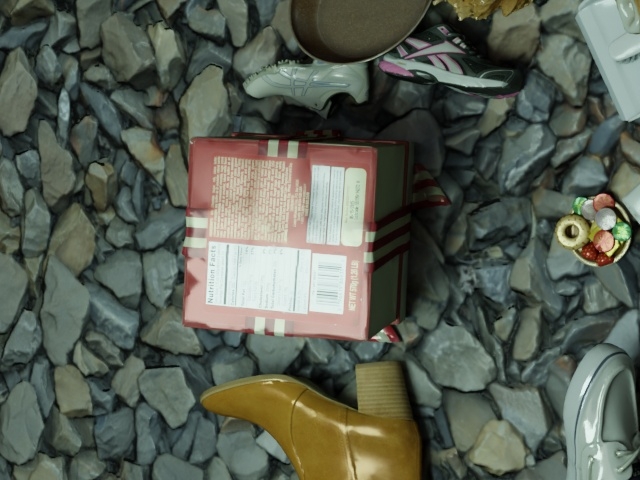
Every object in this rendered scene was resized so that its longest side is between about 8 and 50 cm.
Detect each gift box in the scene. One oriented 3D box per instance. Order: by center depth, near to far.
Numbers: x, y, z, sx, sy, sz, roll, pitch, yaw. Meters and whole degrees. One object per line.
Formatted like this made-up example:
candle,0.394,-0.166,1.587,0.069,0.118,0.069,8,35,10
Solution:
gift box,0.000,0.000,1.732,0.276,0.258,0.255,9,97,11

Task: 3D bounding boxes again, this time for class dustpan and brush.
dustpan and brush,0.378,-0.234,1.583,0.211,0.060,0.147,-28,79,31

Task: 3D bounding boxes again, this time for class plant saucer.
plant saucer,0.056,-0.290,1.762,0.198,0.036,0.199,-13,62,26

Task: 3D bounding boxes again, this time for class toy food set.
toy food set,0.312,-0.012,1.665,0.083,0.020,0.082,46,115,21

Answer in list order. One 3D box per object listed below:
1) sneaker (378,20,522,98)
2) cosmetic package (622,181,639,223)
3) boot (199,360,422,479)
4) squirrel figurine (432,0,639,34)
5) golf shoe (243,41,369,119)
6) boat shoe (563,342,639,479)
sneaker,0.153,-0.217,1.723,0.178,0.072,0.077,16,92,25
cosmetic package,0.496,-0.113,1.441,0.365,0.197,0.155,-46,70,27
boot,-0.015,0.269,1.832,0.295,0.104,0.211,-10,78,24
squirrel figurine,0.235,-0.383,1.542,0.370,0.397,0.281,31,77,-7
golf shoe,-0.018,-0.188,1.834,0.176,0.069,0.086,-11,94,33
boat shoe,0.320,0.249,1.622,0.088,0.096,0.268,21,107,52
